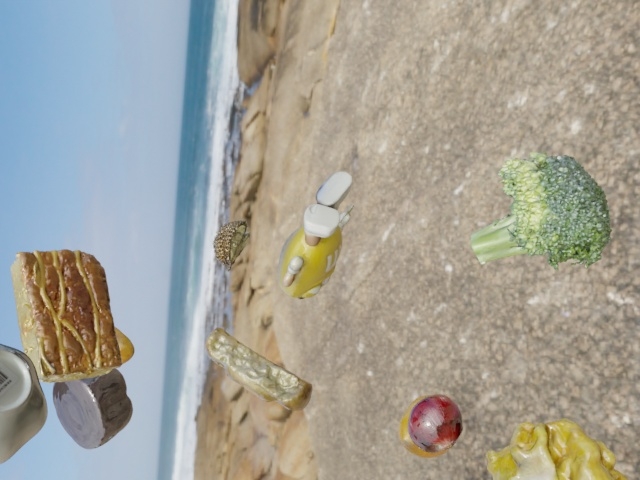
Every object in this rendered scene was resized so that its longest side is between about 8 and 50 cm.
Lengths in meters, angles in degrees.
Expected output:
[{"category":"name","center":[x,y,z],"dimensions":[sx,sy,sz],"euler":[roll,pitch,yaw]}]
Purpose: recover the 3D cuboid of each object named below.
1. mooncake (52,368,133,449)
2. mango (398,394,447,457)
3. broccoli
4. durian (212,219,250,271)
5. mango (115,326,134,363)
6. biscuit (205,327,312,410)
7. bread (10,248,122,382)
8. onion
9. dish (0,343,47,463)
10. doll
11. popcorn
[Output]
[{"category":"mooncake","center":[-0.630,0.447,1.665],"dimensions":[0.133,0.245,0.245],"euler":[-23,-53,-57]},{"category":"mango","center":[0.265,0.468,1.506],"dimensions":[0.112,0.219,0.145],"euler":[-44,69,32]},{"category":"broccoli","center":[0.492,-0.080,1.368],"dimensions":[0.375,0.302,0.249],"euler":[-58,-37,-62]},{"category":"durian","center":[-0.227,0.011,1.483],"dimensions":[0.110,0.071,0.140],"euler":[69,-148,-59]},{"category":"mango","center":[-0.733,0.354,2.057],"dimensions":[0.109,0.227,0.147],"euler":[43,-124,-67]},{"category":"biscuit","center":[-0.140,0.312,1.401],"dimensions":[0.091,0.274,0.213],"euler":[-60,-22,-15]},{"category":"bread","center":[-0.546,0.159,1.297],"dimensions":[0.114,0.185,0.274],"euler":[-33,68,36]},{"category":"onion","center":[0.254,0.406,1.343],"dimensions":[0.131,0.131,0.131],"euler":[-176,90,-76]},{"category":"dish","center":[-0.446,0.201,0.812],"dimensions":[0.066,0.191,0.190],"euler":[-39,40,28]},{"category":"doll","center":[-0.006,-0.005,1.719],"dimensions":[0.348,0.161,0.423],"euler":[-54,-12,-9]},{"category":"popcorn","center":[0.534,0.557,1.358],"dimensions":[0.297,0.316,0.281],"euler":[-48,-10,30]}]
